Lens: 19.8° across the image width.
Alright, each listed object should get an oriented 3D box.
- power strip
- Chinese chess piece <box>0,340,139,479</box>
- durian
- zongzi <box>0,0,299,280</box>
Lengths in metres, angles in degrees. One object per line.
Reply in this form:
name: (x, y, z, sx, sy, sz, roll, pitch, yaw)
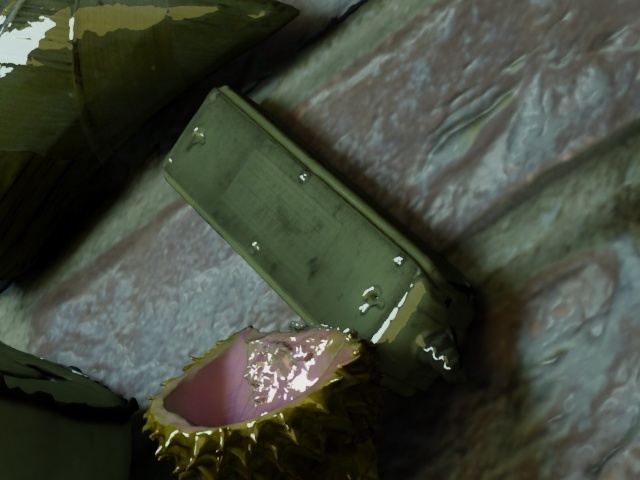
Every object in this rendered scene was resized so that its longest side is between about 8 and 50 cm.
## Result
power strip: (0.000, 0.000, 1.285, 0.092, 0.066, 0.387, -57, 39, 9)
Chinese chess piece: (-0.308, 0.133, 1.332, 0.349, 0.349, 0.146, 17, 89, 50)
durian: (-0.033, 0.111, 1.187, 0.182, 0.165, 0.132, 15, 85, 34)
zongzi: (-0.192, -0.090, 1.494, 0.360, 0.160, 0.323, 20, 100, 34)
